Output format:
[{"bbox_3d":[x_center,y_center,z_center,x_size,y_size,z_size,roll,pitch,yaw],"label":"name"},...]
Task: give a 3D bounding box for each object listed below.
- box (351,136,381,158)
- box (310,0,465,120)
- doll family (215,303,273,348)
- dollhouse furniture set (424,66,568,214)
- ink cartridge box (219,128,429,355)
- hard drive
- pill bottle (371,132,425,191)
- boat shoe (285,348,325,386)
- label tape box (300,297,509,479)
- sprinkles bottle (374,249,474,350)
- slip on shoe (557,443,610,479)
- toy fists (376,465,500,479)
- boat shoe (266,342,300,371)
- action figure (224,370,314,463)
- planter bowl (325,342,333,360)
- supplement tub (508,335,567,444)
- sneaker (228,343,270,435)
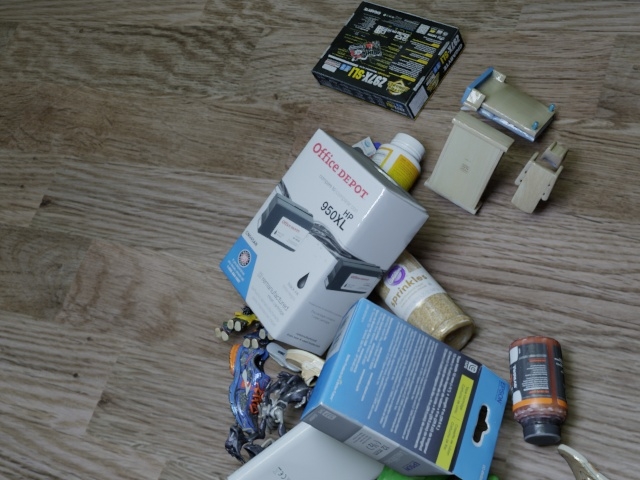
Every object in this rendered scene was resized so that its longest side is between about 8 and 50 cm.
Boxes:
[{"bbox_3d":[0.094,-0.202,2.209,0.136,0.028,0.081,-30,54,8],"label":"box"},{"bbox_3d":[0.174,-0.476,2.303,0.322,0.079,0.257,26,76,33],"label":"box"},{"bbox_3d":[-0.145,0.197,2.048,0.193,0.111,0.076,17,109,24],"label":"doll family"},{"bbox_3d":[0.432,-0.213,2.044,0.286,0.198,0.303,32,45,13],"label":"dollhouse furniture set"},{"bbox_3d":[0.000,0.000,1.915,0.395,0.166,0.285,-53,45,10],"label":"ink cartridge box"},{"bbox_3d":[-0.003,0.452,1.770,0.307,0.203,0.040,-37,25,0],"label":"hard drive"},{"bbox_3d":[0.158,-0.146,2.092,0.117,0.117,0.215,26,75,33],"label":"pill bottle"},{"bbox_3d":[-0.011,0.278,1.844,0.170,0.063,0.059,18,65,32],"label":"boat shoe"},{"bbox_3d":[0.168,0.304,1.683,0.347,0.115,0.249,30,53,-8],"label":"label tape box"},{"bbox_3d":[0.186,0.100,1.935,0.121,0.121,0.355,-39,54,-2],"label":"sprinkles bottle"},{"bbox_3d":[0.492,0.436,1.648,0.041,0.051,0.135,-45,62,-8],"label":"slip on shoe"},{"bbox_3d":[0.250,0.475,1.700,0.279,0.096,0.142,32,90,29],"label":"toy fists"},{"bbox_3d":[-0.081,0.271,2.008,0.100,0.035,0.035,29,60,21],"label":"boat shoe"},{"bbox_3d":[-0.075,0.378,1.885,0.164,0.141,0.275,15,42,39],"label":"action figure"},{"bbox_3d":[0.125,0.277,1.876,0.217,0.090,0.217,-12,57,20],"label":"planter bowl"},{"bbox_3d":[0.425,0.293,1.724,0.106,0.106,0.198,-9,58,19],"label":"supplement tub"},{"bbox_3d":[-0.156,0.328,1.981,0.087,0.083,0.221,-12,60,11],"label":"sneaker"}]
